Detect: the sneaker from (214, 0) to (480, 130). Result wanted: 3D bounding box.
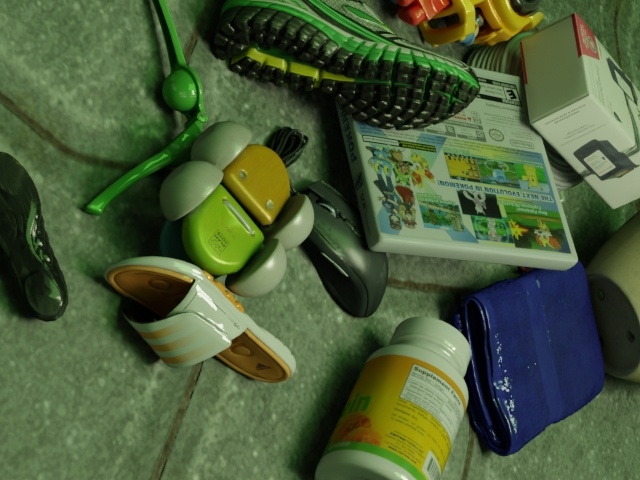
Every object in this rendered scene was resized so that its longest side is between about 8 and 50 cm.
[{"bbox_3d":[0.046,-0.246,1.613,0.343,0.134,0.146,20,56,-18],"label":"sneaker"}]

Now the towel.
[{"bbox_3d":[0.297,0.156,1.883,0.308,0.076,0.228,-17,98,-51],"label":"towel"}]

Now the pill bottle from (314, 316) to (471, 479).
[{"bbox_3d":[0.097,0.211,1.575,0.136,0.136,0.246,51,45,-25],"label":"pill bottle"}]

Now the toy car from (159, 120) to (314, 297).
[{"bbox_3d":[-0.108,-0.024,1.419,0.159,0.136,0.182,50,41,-18],"label":"toy car"}]

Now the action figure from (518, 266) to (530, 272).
[{"bbox_3d":[0.288,0.024,1.944,0.115,0.030,0.038,21,57,-46],"label":"action figure"}]

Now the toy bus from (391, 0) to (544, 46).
[{"bbox_3d":[0.188,-0.350,1.878,0.211,0.149,0.220,-46,116,-31],"label":"toy bus"}]

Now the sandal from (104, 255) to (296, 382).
[{"bbox_3d":[-0.120,0.105,1.389,0.265,0.102,0.076,40,48,-36],"label":"sandal"}]

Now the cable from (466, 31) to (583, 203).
[{"bbox_3d":[0.319,-0.189,2.002,0.257,0.089,0.257,16,66,-45],"label":"cable"}]

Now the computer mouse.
[{"bbox_3d":[0.000,0.000,1.594,0.262,0.060,0.184,59,41,-16],"label":"computer mouse"}]

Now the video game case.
[{"bbox_3d":[0.174,-0.110,1.742,0.329,0.036,0.300,6,59,-33],"label":"video game case"}]

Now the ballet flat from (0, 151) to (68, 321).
[{"bbox_3d":[-0.292,-0.002,1.282,0.057,0.049,0.173,-18,87,-15],"label":"ballet flat"}]

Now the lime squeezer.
[{"bbox_3d":[-0.178,-0.148,1.458,0.110,0.059,0.310,15,64,-13],"label":"lime squeezer"}]

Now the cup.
[{"bbox_3d":[0.529,0.095,2.014,0.237,0.331,0.331,-16,90,-24],"label":"cup"}]

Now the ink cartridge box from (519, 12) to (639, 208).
[{"bbox_3d":[0.396,-0.183,1.909,0.237,0.100,0.172,39,38,-38],"label":"ink cartridge box"}]
